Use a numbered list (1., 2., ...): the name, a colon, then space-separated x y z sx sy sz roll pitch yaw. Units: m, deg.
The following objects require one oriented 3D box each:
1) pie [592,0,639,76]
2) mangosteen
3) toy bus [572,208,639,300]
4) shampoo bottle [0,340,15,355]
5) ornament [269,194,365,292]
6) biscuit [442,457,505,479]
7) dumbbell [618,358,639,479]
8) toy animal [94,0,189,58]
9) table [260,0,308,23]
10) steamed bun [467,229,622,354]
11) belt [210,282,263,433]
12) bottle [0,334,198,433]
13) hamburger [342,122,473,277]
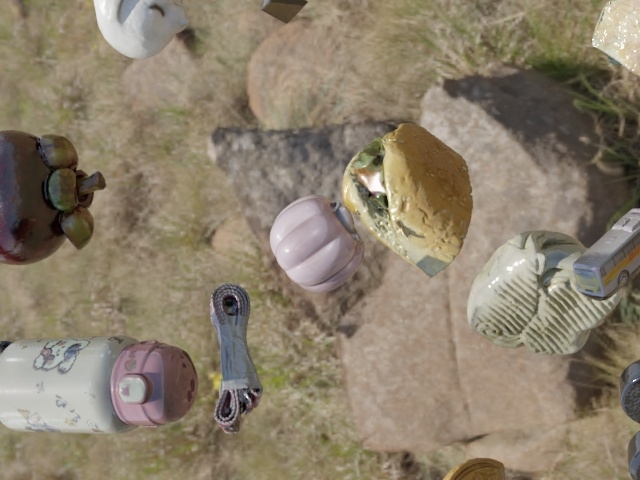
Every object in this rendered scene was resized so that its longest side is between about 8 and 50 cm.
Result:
1. pie: 0.614 -0.377 1.574 0.218 0.052 0.185 40 125 15
2. mangosteen: -0.383 -0.058 1.156 0.200 0.199 0.200 -1 88 58
3. toy bus: 0.447 0.018 1.292 0.057 0.172 0.072 15 136 53
4. shampoo bottle: -0.522 0.187 1.111 0.078 0.359 0.134 25 107 37
5. ornament: 0.000 0.000 1.582 0.177 0.177 0.178 -1 88 58
6. biscuit: 0.250 0.453 1.461 0.142 0.221 0.029 53 145 -14
7. dumbbell: 0.611 0.324 1.526 0.218 0.152 0.152 -73 10 -52
8. toy animal: -0.340 -0.473 1.663 0.272 0.205 0.265 65 -151 -72
9. table: -0.077 -0.544 1.909 0.083 0.070 0.082 -34 44 47
10. steamed bun: 0.514 0.101 2.059 0.219 0.309 0.324 -82 8 -50
11. belt: -0.129 0.172 1.310 0.053 0.071 0.232 106 160 -56
12. bottle: -0.247 0.161 0.974 0.233 0.110 0.110 -4 85 25
13. hamburger: 0.144 -0.102 1.554 0.162 0.209 0.330 -42 31 32
